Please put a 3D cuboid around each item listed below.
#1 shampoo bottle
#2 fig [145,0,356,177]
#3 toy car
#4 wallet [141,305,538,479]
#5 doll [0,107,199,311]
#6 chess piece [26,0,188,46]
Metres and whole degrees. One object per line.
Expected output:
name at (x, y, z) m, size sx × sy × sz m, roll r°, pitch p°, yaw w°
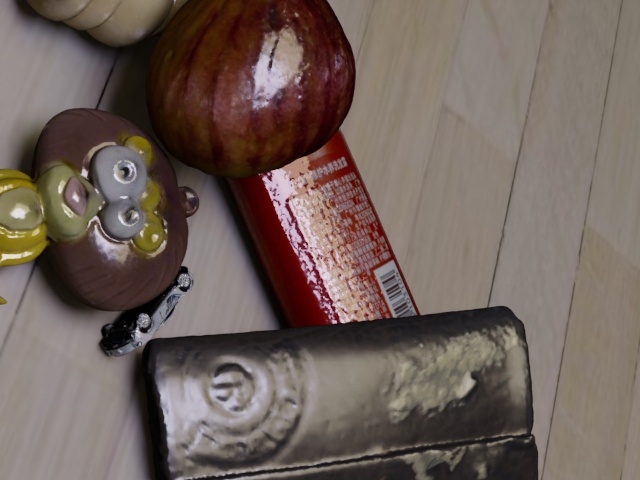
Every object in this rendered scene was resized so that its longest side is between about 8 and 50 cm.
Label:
shampoo bottle at (0.000, 0.001, 1.256) m, size 0.118 × 0.076 × 0.314 m, roll -26°, pitch 93°, yaw -36°
fig at (-0.039, -0.136, 1.135) m, size 0.202 × 0.148 × 0.149 m, roll -56°, pitch 152°, yaw -1°
toy car at (-0.123, 0.051, 1.140) m, size 0.025 × 0.041 × 0.093 m, roll 58°, pitch 45°, yaw -17°
wallet at (0.025, 0.144, 1.177) m, size 0.321 × 0.044 × 0.170 m, roll -4°, pitch 83°, yaw -26°
doll at (-0.170, -0.010, 1.084) m, size 0.188 × 0.096 × 0.145 m, roll -36°, pitch 94°, yaw -36°
chess piece at (-0.183, -0.221, 1.143) m, size 0.307 × 0.124 × 0.139 m, roll 22°, pitch 23°, yaw -43°
